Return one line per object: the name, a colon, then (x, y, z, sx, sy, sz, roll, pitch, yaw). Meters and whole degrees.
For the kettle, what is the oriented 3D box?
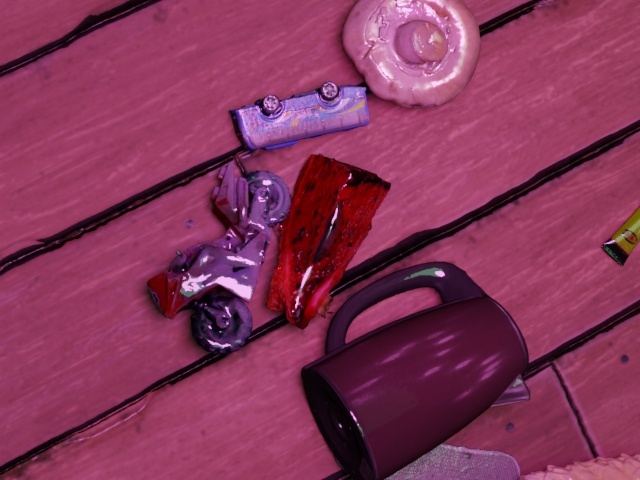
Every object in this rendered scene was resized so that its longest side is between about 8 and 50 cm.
kettle: (0.102, 0.136, 1.350, 0.232, 0.144, 0.202, -26, 62, -19)

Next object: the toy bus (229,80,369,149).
toy bus: (-0.022, -0.140, 1.364, 0.153, 0.051, 0.061, -14, 96, -14)

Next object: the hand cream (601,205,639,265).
hand cream: (0.387, -0.026, 1.470, 0.036, 0.023, 0.122, 42, 83, -8)

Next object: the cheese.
cheese: (0.315, 0.311, 1.397, 0.167, 0.094, 0.123, -8, 91, -14)

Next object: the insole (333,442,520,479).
insole: (0.124, 0.258, 1.400, 0.232, 0.003, 0.080, 14, 84, -12)

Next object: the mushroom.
mushroom: (0.101, -0.221, 1.362, 0.154, 0.122, 0.154, -1, 94, -10)

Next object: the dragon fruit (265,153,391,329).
dragon fruit: (0.015, 0.008, 1.335, 0.092, 0.122, 0.192, 26, 79, -26)

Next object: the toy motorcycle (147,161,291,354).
toy motorcycle: (-0.111, 0.013, 1.323, 0.122, 0.082, 0.213, 21, 71, -11)
